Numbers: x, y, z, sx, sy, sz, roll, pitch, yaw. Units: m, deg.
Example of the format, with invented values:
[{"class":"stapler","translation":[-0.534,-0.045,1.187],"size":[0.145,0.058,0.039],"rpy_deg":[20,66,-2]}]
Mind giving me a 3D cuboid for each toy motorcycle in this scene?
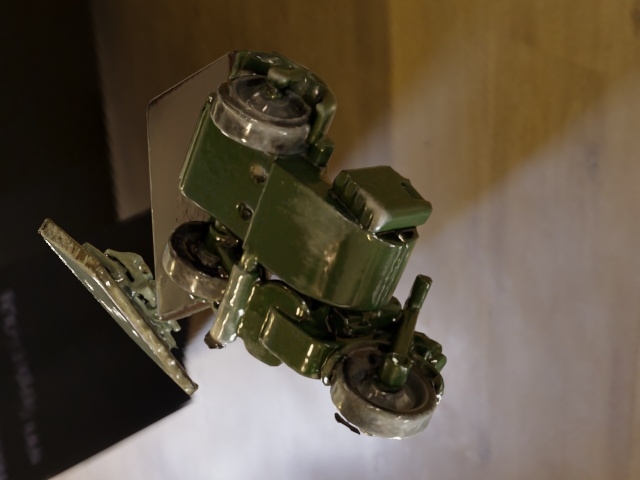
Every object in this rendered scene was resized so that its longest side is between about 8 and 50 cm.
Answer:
[{"class":"toy motorcycle","translation":[0.000,0.000,1.032],"size":[0.275,0.127,0.205],"rpy_deg":[36,122,23]}]

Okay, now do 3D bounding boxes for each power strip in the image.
[{"class":"power strip","translation":[-0.212,0.059,1.641],"size":[0.213,0.064,0.198],"rpy_deg":[30,158,56]}]

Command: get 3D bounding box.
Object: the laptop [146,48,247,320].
[{"class":"laptop","translation":[-0.098,-0.044,1.250],"size":[0.154,0.026,0.207],"rpy_deg":[-23,66,50]}]
